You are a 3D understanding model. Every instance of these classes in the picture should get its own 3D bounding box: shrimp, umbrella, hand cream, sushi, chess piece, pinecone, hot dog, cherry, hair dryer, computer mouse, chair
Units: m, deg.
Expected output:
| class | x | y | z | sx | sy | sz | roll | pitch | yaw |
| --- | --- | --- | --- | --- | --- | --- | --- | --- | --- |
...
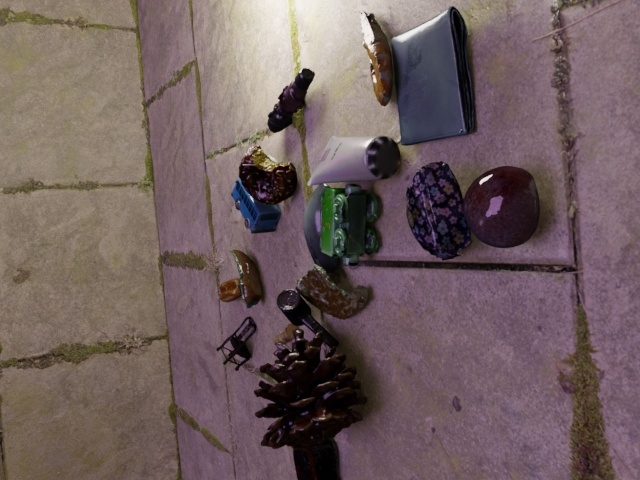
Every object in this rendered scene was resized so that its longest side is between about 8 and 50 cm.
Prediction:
| class | x | y | z | sx | sy | sz | roll | pitch | yaw |
| --- | --- | --- | --- | --- | --- | --- | --- | --- | --- |
| shrimp | 0.150 | -0.497 | 1.531 | 0.164 | 0.062 | 0.316 | 93 | 169 | -60 |
| umbrella | -0.102 | -0.478 | 1.938 | 0.326 | 0.094 | 0.090 | -39 | 18 | 56 |
| hand cream | 0.085 | -0.239 | 1.641 | 0.359 | 0.118 | 0.185 | 11 | 74 | 58 |
| sushi | -0.011 | 0.794 | 1.978 | 0.136 | 0.126 | 0.225 | -11 | 91 | 58 |
| chess piece | -0.138 | 0.374 | 2.176 | 0.172 | 0.060 | 0.060 | -46 | 56 | 55 |
| pinecone | -0.054 | 0.458 | 1.765 | 0.384 | 0.384 | 0.384 | 15 | 108 | 57 |
| hot dog | -0.398 | 0.226 | 2.557 | 0.249 | 0.076 | 0.102 | -25 | 62 | 59 |
| cherry | 0.375 | -0.067 | 1.159 | 0.176 | 0.140 | 0.176 | 164 | 90 | -83 |
| hair dryer | -0.031 | 0.278 | 1.920 | 0.251 | 0.089 | 0.197 | 38 | 168 | 23 |
| computer mouse | 0.000 | 0.000 | 1.851 | 0.167 | 0.090 | 0.379 | 19 | 114 | 58 |
| chair | -0.348 | 0.460 | 2.521 | 0.229 | 0.113 | 0.106 | -44 | 48 | 6 |

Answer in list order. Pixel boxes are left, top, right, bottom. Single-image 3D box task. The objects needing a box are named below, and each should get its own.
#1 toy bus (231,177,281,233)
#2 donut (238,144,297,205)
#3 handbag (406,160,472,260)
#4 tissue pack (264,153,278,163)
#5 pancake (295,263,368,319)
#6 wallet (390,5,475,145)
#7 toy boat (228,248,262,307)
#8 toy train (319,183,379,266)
| class | x | y | z | sx | sy | sz | roll | pitch | yaw |
| --- | --- | --- | --- | --- | --- | --- | --- | --- | --- |
| toy bus | -0.256 | -0.148 | 2.223 | 0.234 | 0.116 | 0.133 | 58 | 140 | 33 |
| donut | -0.202 | -0.225 | 2.041 | 0.230 | 0.096 | 0.216 | 36 | 135 | 2 |
| handbag | 0.266 | -0.065 | 1.318 | 0.208 | 0.127 | 0.228 | 92 | 163 | -80 |
| tissue pack | -0.204 | -0.288 | 2.156 | 0.111 | 0.079 | 0.085 | 43 | 162 | 48 |
| pancake | 0.025 | 0.157 | 1.824 | 0.377 | 0.054 | 0.197 | 10 | 129 | 49 |
| wallet | 0.267 | -0.389 | 1.378 | 0.251 | 0.054 | 0.290 | 7 | 106 | 62 |
| toy boat | -0.317 | 0.139 | 2.386 | 0.099 | 0.108 | 0.292 | -34 | 63 | 25 |
| toy train | 0.080 | -0.051 | 1.677 | 0.188 | 0.133 | 0.243 | -155 | 63 | -64 |
